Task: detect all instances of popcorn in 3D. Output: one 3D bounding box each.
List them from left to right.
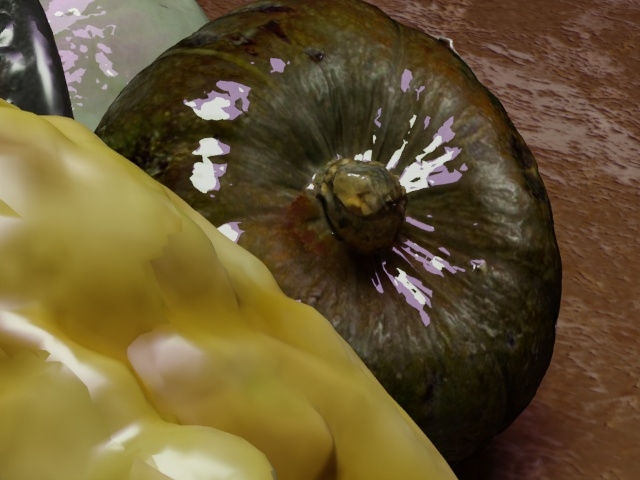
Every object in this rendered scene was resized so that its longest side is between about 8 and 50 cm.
[{"bbox_3d":[-0.117,0.147,0.580,0.390,0.344,0.354,51,12,24],"label":"popcorn"}]

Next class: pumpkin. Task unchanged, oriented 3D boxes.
[{"bbox_3d":[0.001,-0.002,0.967,0.260,0.189,0.260,7,66,-16],"label":"pumpkin"}]

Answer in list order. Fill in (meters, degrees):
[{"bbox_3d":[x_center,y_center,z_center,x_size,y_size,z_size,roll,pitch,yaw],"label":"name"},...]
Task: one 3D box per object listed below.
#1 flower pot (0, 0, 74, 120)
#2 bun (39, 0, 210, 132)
[{"bbox_3d":[-0.256,-0.017,0.888,0.267,0.267,0.266,-9,33,-20],"label":"flower pot"},{"bbox_3d":[-0.150,-0.082,1.137,0.293,0.187,0.293,7,31,-4],"label":"bun"}]
